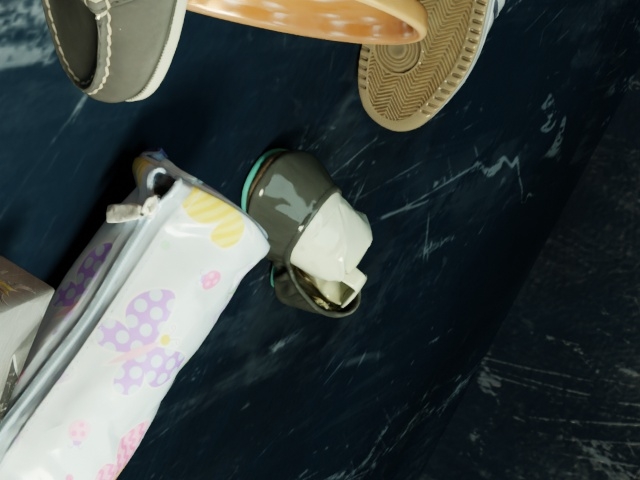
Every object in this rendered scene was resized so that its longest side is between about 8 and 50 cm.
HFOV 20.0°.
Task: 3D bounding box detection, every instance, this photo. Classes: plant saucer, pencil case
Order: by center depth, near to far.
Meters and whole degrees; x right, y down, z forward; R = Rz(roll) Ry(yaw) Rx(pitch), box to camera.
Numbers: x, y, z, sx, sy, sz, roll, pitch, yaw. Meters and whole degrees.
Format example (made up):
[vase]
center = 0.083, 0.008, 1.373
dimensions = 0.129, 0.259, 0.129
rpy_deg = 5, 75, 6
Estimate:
[plant saucer]
center = -0.034, -0.152, 1.028
dimensions = 0.200, 0.200, 0.037
rpy_deg = 17, 86, -75
[pencil case]
center = -0.146, 0.074, 1.242
dimensions = 0.273, 0.113, 0.124
rpy_deg = -58, 172, -3

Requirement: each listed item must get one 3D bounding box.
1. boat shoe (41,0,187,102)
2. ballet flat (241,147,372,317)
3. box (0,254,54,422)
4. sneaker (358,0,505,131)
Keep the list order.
[boat shoe]
center = -0.115, -0.204, 0.855
dimensions = 0.096, 0.112, 0.335
rpy_deg = -17, 138, -32
[ballet flat]
center = 0.000, 0.000, 1.608
dimensions = 0.095, 0.096, 0.280
rpy_deg = -55, 165, -12
[box]
center = -0.264, 0.116, 1.056
dimensions = 0.183, 0.056, 0.231
rpy_deg = -64, 165, 21
[sneaker]
center = 0.133, -0.231, 1.590
dimensions = 0.153, 0.099, 0.282
rpy_deg = -29, 145, -62
